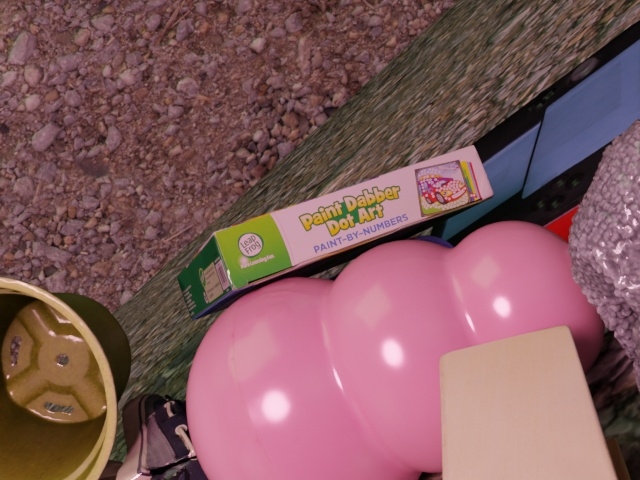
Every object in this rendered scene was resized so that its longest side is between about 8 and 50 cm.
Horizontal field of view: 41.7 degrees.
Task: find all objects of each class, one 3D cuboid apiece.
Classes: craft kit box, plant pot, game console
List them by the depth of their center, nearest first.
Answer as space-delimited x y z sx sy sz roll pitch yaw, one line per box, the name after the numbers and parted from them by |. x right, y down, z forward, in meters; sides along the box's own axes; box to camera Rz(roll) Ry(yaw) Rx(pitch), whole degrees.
0.000 0.000 0.799 0.246 0.061 0.250 -17 -5 -19 | craft kit box
0.256 -0.094 0.953 0.342 0.060 0.387 -32 16 36 | game console
-0.343 0.166 1.004 0.276 0.276 0.254 -41 1 4 | plant pot

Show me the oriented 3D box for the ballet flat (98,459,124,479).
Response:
-0.262 0.336 0.986 0.139 0.139 0.400 -43 18 -4 | ballet flat

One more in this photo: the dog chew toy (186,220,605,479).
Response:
0.060 0.094 0.644 0.331 0.207 0.207 -29 17 21 | dog chew toy

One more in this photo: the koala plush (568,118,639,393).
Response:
0.223 0.050 0.370 0.196 0.203 0.221 -38 26 20 | koala plush

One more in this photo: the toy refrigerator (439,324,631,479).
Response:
0.120 0.157 0.422 0.094 0.102 0.269 -16 20 13 | toy refrigerator

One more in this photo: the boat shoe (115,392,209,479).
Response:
-0.136 0.232 0.971 0.158 0.127 0.340 -27 12 -7 | boat shoe

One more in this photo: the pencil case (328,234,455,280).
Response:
0.022 0.089 0.879 0.306 0.133 0.119 -25 27 47 | pencil case
